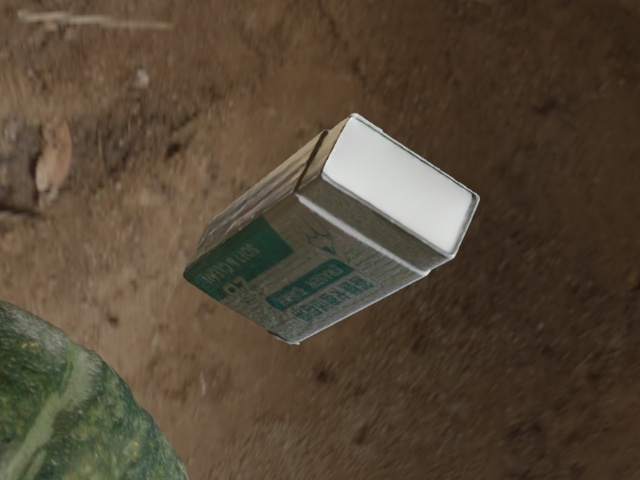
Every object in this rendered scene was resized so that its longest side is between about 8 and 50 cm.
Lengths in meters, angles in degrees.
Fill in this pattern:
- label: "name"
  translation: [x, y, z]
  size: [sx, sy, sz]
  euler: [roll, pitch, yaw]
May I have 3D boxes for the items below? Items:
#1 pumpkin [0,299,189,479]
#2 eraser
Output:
- label: "pumpkin"
  translation: [-0.216, 0.183, 0.780]
  size: [0.328, 0.257, 0.291]
  euler: [-32, 106, 17]
- label: "eraser"
  translation: [0.000, 0.000, 1.063]
  size: [0.096, 0.225, 0.052]
  euler: [33, 64, -13]
